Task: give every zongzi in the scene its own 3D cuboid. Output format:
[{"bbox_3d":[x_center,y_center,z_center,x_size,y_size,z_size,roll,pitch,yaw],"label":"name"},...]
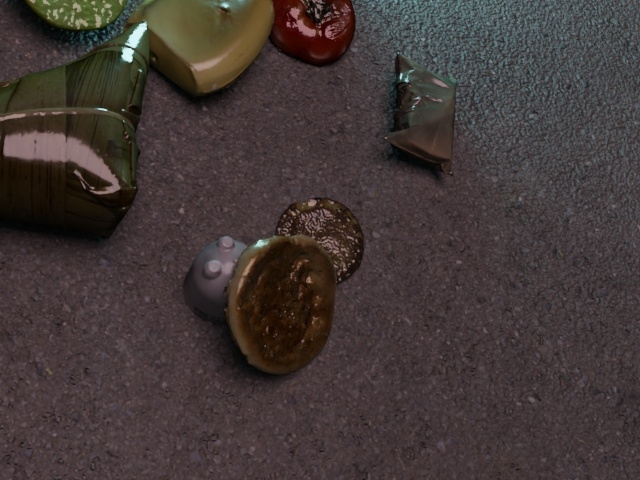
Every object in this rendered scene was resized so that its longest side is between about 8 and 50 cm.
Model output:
[{"bbox_3d":[-0.571,-0.255,1.603,0.500,0.218,0.467,9,57,-18],"label":"zongzi"}]

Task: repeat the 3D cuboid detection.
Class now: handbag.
[{"bbox_3d":[0.221,-0.284,1.949,0.182,0.117,0.270,21,59,-25],"label":"handbag"}]

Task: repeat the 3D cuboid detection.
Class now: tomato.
[{"bbox_3d":[-0.012,-0.509,1.983,0.228,0.101,0.228,7,67,-17],"label":"tomato"}]

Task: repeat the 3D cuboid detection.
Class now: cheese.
[{"bbox_3d":[-0.228,-0.451,1.861,0.259,0.128,0.316,44,58,7],"label":"cheese"}]

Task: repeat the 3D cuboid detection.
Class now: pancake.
[{"bbox_3d":[0.000,-0.001,1.789,0.199,0.021,0.199,8,63,-16],"label":"pancake"},{"bbox_3d":[-0.065,0.118,1.602,0.282,0.049,0.282,-7,100,-47],"label":"pancake"}]

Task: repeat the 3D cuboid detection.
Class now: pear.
[{"bbox_3d":[-0.505,-0.528,1.800,0.288,0.139,0.239,-20,88,-30],"label":"pear"}]

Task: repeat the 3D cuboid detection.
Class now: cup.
[{"bbox_3d":[-0.154,0.071,1.630,0.173,0.142,0.134,15,61,-13],"label":"cup"}]
